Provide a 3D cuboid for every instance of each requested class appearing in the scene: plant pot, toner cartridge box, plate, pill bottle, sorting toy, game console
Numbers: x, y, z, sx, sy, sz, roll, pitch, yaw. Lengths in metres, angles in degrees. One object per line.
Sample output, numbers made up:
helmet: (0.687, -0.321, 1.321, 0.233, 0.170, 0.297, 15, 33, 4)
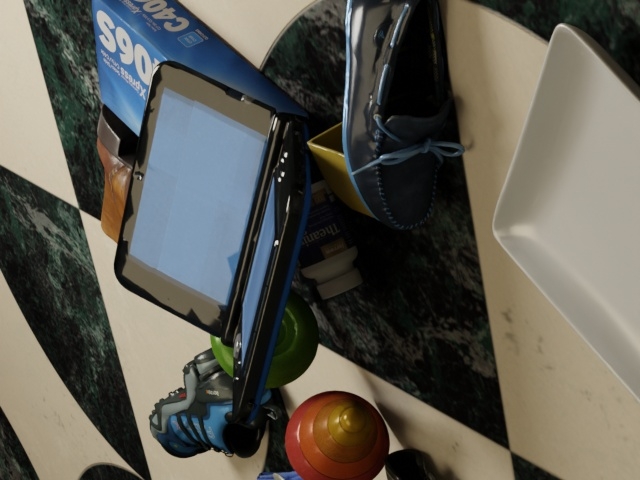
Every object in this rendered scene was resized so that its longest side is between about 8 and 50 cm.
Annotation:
plant pot: (0.051, -0.072, 1.728, 0.081, 0.081, 0.083, 24, 139, 53)
toner cartridge box: (-0.142, -0.154, 2.009, 0.348, 0.075, 0.165, 42, 147, 38)
plate: (0.263, -0.005, 1.428, 0.278, 0.045, 0.277, 50, 151, 27)
pill bottle: (0.000, 0.000, 1.888, 0.067, 0.067, 0.120, -20, 94, 64)
sorting toy: (-0.042, 0.111, 1.956, 0.365, 0.127, 0.126, 55, 162, 10)
game console: (-0.121, 0.002, 1.817, 0.250, 0.173, 0.293, -92, 14, -59)

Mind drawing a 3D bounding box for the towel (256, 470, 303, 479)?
towel: (0.028, 0.449, 2.254, 0.243, 0.040, 0.336, -19, 95, 64)

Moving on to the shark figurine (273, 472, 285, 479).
shark figurine: (-0.063, 0.420, 2.242, 0.166, 0.116, 0.278, 52, 153, 27)

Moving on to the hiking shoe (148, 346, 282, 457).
hiking shoe: (-0.143, 0.244, 2.306, 0.132, 0.113, 0.304, 58, 153, 15)

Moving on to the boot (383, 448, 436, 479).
boot: (0.126, 0.352, 1.910, 0.246, 0.083, 0.161, -128, 26, -50)

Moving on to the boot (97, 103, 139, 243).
boot: (-0.225, -0.009, 2.265, 0.264, 0.096, 0.280, 50, 151, 27)

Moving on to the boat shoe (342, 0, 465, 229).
boat shoe: (0.072, -0.120, 1.615, 0.089, 0.109, 0.258, 26, 136, 47)
